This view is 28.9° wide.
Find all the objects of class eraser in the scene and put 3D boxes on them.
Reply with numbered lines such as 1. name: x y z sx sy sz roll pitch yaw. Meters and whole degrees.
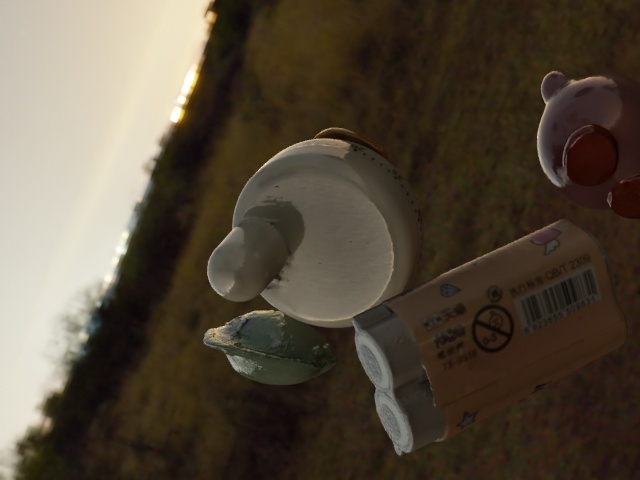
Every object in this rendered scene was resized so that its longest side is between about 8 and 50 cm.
1. eraser: 0.191 0.105 1.370 0.087 0.290 0.171 10 121 67

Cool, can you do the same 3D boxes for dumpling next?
1. dumpling: -0.084 0.140 1.755 0.216 0.149 0.105 15 67 46

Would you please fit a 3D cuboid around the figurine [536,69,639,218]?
1. figurine: 0.344 -0.121 1.505 0.173 0.173 0.173 -159 90 -83

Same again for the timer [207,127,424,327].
1. timer: 0.000 0.000 1.486 0.233 0.233 0.240 -64 -7 31
